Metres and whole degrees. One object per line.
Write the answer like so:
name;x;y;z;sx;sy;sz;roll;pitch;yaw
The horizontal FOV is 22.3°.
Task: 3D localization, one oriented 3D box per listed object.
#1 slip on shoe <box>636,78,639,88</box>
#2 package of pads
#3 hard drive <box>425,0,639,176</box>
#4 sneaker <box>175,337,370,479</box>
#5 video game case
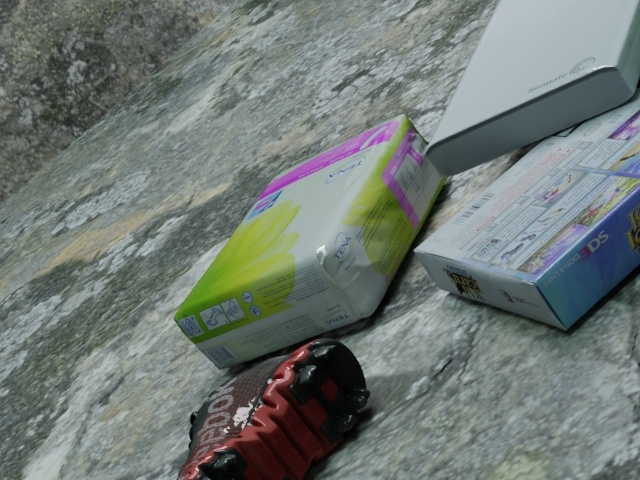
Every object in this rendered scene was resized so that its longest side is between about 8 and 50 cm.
slip on shoe;0.327;-0.151;1.659;0.051;0.041;0.135;-52;16;-10
package of pads;0.000;0.000;1.784;0.229;0.101;0.296;-23;23;37
hard drive;0.257;-0.218;1.740;0.233;0.047;0.353;-23;25;35
sneaker;-0.073;0.196;1.439;0.135;0.097;0.276;-15;25;45
video game case;0.248;-0.039;1.506;0.269;0.061;0.244;-40;17;-12
